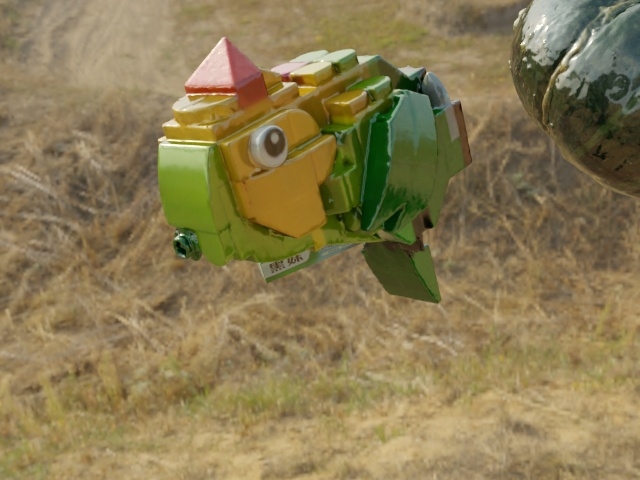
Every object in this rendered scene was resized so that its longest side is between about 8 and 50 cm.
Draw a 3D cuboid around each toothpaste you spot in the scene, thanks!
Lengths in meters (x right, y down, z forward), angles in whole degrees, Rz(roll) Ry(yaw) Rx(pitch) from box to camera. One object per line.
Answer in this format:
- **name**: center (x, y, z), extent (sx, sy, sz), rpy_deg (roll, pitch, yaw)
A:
- **toothpaste**: center (0.000, 0.000, 0.570), extent (0.083, 0.020, 0.017), rpy_deg (-23, 47, -8)

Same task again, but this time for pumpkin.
- **pumpkin**: center (0.230, -0.115, 0.667), extent (0.146, 0.190, 0.190), rpy_deg (-38, 11, 33)

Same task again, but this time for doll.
- **doll**: center (-0.001, -0.034, 0.482), extent (0.106, 0.134, 0.186), rpy_deg (11, 6, 43)
